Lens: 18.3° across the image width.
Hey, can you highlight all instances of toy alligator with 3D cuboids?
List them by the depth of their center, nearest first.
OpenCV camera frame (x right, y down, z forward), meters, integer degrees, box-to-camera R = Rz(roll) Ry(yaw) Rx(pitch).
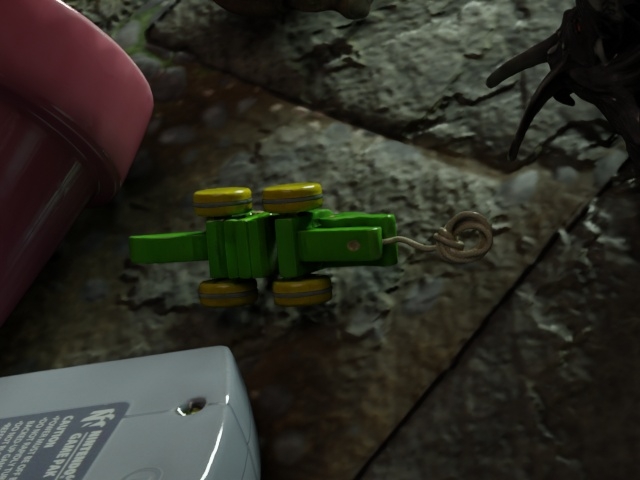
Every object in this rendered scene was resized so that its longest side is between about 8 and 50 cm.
[{"bbox_3d":[0.000,0.000,0.951,0.190,0.056,0.051,-2,7,24],"label":"toy alligator"}]

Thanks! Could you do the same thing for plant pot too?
[{"bbox_3d":[-0.206,-0.027,0.985,0.201,0.201,0.180,9,68,32],"label":"plant pot"}]

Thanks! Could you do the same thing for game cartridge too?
[{"bbox_3d":[-0.133,0.139,0.805,0.196,0.060,0.294,-13,21,21],"label":"game cartridge"}]

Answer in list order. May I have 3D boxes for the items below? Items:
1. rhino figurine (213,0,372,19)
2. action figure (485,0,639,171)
[{"bbox_3d":[0.011,-0.213,1.137,0.106,0.073,0.243,12,53,30],"label":"rhino figurine"},{"bbox_3d":[0.204,-0.126,0.911,0.276,0.141,0.164,-16,45,5],"label":"action figure"}]
